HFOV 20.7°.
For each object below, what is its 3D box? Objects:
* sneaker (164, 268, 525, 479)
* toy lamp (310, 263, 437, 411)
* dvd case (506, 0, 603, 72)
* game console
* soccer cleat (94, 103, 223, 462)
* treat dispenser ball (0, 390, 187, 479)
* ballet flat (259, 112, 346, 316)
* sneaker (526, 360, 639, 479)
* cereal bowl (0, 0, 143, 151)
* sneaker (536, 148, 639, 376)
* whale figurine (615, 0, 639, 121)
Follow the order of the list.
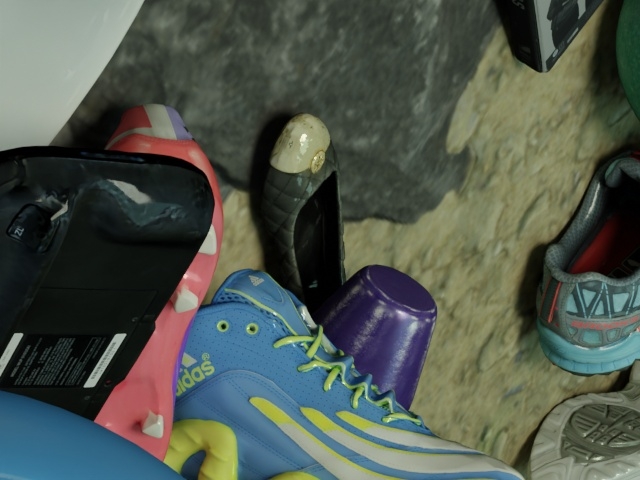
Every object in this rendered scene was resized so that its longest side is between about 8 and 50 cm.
[{"bbox_3d":[-0.010,0.084,0.879,0.091,0.240,0.126,-32,123,-61],"label":"sneaker"},{"bbox_3d":[-0.020,0.136,0.991,0.080,0.080,0.275,0,125,-53],"label":"toy lamp"},{"bbox_3d":[0.164,-0.225,1.013,0.179,0.029,0.239,-51,156,-14],"label":"dvd case"},{"bbox_3d":[-0.141,0.090,0.731,0.213,0.044,0.361,-6,143,-40],"label":"game console"},{"bbox_3d":[-0.106,0.049,0.860,0.083,0.095,0.248,11,126,-17],"label":"soccer cleat"},{"bbox_3d":[-0.135,0.188,0.555,0.288,0.288,0.288,-33,138,-35],"label":"treat dispenser ball"},{"bbox_3d":[0.000,0.000,0.982,0.057,0.049,0.173,-39,141,-32],"label":"ballet flat"},{"bbox_3d":[0.244,0.175,1.411,0.232,0.090,0.115,-24,136,-41],"label":"sneaker"},{"bbox_3d":[-0.210,-0.041,0.535,0.339,0.141,0.339,-45,175,-5],"label":"cereal bowl"},{"bbox_3d":[0.254,-0.021,1.259,0.262,0.104,0.125,-46,142,-21],"label":"sneaker"},{"bbox_3d":[0.284,-0.158,1.199,0.272,0.141,0.216,-57,157,-55],"label":"whale figurine"}]
